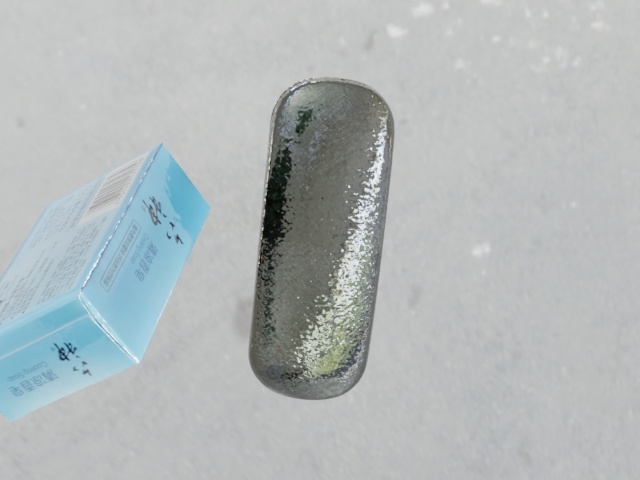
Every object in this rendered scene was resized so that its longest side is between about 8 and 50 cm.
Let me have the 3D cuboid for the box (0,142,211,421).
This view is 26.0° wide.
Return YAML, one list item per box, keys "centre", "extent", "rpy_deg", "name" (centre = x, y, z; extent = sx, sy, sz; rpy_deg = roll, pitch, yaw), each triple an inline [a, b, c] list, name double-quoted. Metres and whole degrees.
- centre: [-0.194, 0.030, 1.162]
  extent: [0.143, 0.083, 0.232]
  rpy_deg: [-25, 27, 26]
  name: "box"

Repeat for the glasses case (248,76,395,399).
- centre: [0.000, 0.000, 1.360]
  extent: [0.122, 0.082, 0.321]
  rpy_deg: [6, 102, -1]
  name: "glasses case"
